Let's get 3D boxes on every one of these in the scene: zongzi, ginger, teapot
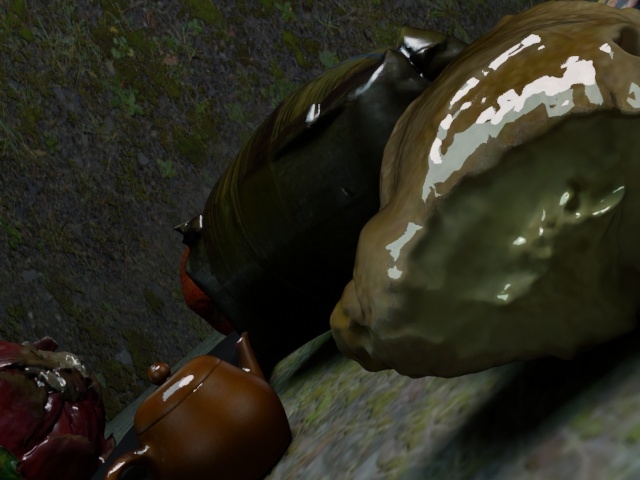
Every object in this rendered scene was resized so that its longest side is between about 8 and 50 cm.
[{"bbox_3d":[0.106,-0.104,0.781,0.432,0.208,0.403,-38,0,-34],"label":"zongzi"},{"bbox_3d":[0.086,-0.017,0.405,0.221,0.130,0.275,-52,1,-21],"label":"ginger"},{"bbox_3d":[-0.091,0.136,0.600,0.173,0.116,0.116,-45,4,-41],"label":"teapot"}]

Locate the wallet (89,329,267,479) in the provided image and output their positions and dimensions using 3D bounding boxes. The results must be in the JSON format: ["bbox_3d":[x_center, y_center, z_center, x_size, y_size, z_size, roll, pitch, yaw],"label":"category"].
[{"bbox_3d":[-0.149,0.199,0.923,0.228,0.062,0.406,-40,4,8],"label":"wallet"}]

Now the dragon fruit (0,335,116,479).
[{"bbox_3d":[-0.433,0.283,1.062,0.329,0.329,0.329,-41,3,2],"label":"dragon fruit"}]

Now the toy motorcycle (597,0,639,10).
[{"bbox_3d":[0.276,-0.181,0.603,0.173,0.108,0.307,-37,2,-30],"label":"toy motorcycle"}]

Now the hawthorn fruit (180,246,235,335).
[{"bbox_3d":[-0.127,0.068,1.347,0.207,0.207,0.243,-42,-5,-11],"label":"hawthorn fruit"}]
